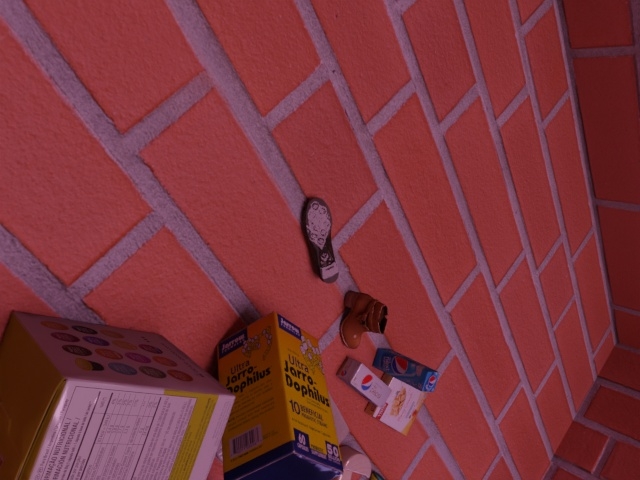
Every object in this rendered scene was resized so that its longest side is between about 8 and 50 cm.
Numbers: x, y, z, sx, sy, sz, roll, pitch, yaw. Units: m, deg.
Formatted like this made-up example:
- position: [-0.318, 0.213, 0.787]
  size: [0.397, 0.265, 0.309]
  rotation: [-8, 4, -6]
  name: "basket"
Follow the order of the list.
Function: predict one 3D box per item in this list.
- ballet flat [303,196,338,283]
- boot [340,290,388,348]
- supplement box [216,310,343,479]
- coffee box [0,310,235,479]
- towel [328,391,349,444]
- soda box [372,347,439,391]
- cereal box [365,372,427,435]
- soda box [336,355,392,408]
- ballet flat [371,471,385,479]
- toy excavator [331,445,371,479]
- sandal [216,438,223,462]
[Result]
- position: [0.000, 0.000, 1.516]
  size: [0.084, 0.058, 0.250]
  rotation: [-18, 109, -14]
  name: "ballet flat"
- position: [0.134, 0.255, 1.633]
  size: [0.072, 0.152, 0.197]
  rotation: [-18, 113, -38]
  name: "boot"
- position: [-0.104, 0.386, 1.292]
  size: [0.195, 0.357, 0.194]
  rotation: [-32, 134, 18]
  name: "supplement box"
- position: [-0.427, 0.365, 1.024]
  size: [0.334, 0.337, 0.338]
  rotation: [21, 88, -43]
  name: "coffee box"
- position: [-0.022, 0.562, 1.651]
  size: [0.187, 0.049, 0.282]
  rotation: [-41, 127, -25]
  name: "towel"
- position: [0.273, 0.415, 1.766]
  size: [0.071, 0.210, 0.067]
  rotation: [16, 90, -44]
  name: "soda box"
- position: [0.269, 0.565, 1.916]
  size: [0.240, 0.047, 0.173]
  rotation: [41, 74, -41]
  name: "cereal box"
- position: [0.142, 0.456, 1.756]
  size: [0.074, 0.069, 0.216]
  rotation: [-56, 132, -16]
  name: "soda box"
- position: [0.231, 0.901, 1.963]
  size: [0.077, 0.077, 0.231]
  rotation: [-46, 132, -2]
  name: "ballet flat"
- position: [0.074, 0.956, 1.757]
  size: [0.433, 0.222, 0.445]
  rotation: [-44, 119, -26]
  name: "toy excavator"
- position: [-0.184, 0.605, 1.504]
  size: [0.265, 0.076, 0.102]
  rotation: [39, 59, -20]
  name: "sandal"
